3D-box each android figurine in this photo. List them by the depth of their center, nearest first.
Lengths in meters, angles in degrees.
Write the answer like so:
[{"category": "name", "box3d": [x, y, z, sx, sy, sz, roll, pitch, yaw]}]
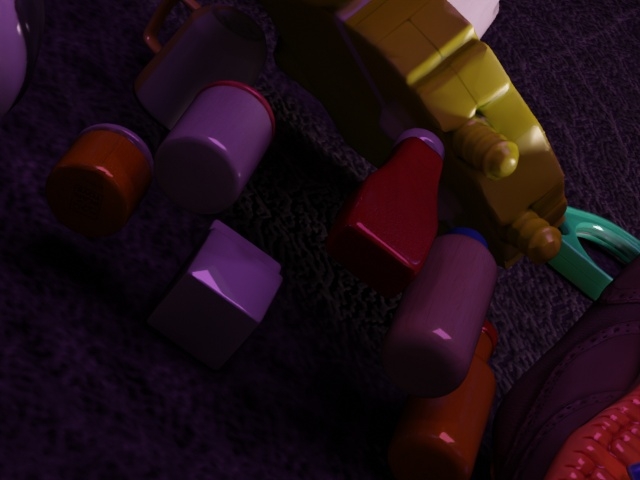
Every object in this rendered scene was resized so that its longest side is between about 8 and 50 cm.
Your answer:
[{"category": "android figurine", "box3d": [0.036, -0.080, 0.848, 0.273, 0.056, 0.248, 46, -9, 46]}]

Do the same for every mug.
[{"category": "mug", "box3d": [-0.067, -0.100, 0.891, 0.078, 0.064, 0.062, 36, 27, 0]}]

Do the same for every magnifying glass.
[{"category": "magnifying glass", "box3d": [0.138, -0.010, 1.037, 0.231, 0.026, 0.092, 30, 27, -16]}]

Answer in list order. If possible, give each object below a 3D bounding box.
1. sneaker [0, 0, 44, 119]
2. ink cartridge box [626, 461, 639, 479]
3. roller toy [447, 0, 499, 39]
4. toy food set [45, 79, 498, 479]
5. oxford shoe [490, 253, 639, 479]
[{"category": "sneaker", "box3d": [-0.298, -0.064, 0.507, 0.448, 0.169, 0.257, 20, 45, -31]}, {"category": "ink cartridge box", "box3d": [0.322, 0.110, 0.622, 0.371, 0.069, 0.175, -14, 66, -13]}, {"category": "roller toy", "box3d": [0.050, -0.222, 1.140, 0.191, 0.146, 0.209, 2, 41, -49]}, {"category": "toy food set", "box3d": [0.000, 0.000, 0.732, 0.232, 0.111, 0.104, 35, 37, -6]}, {"category": "oxford shoe", "box3d": [0.132, 0.121, 0.721, 0.130, 0.133, 0.363, 51, 43, -8]}]
